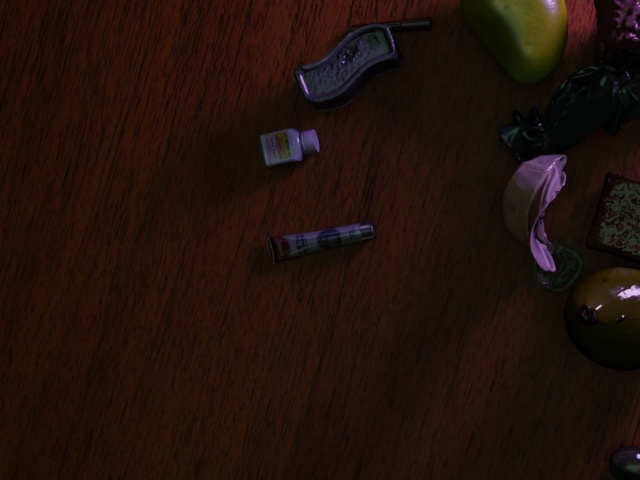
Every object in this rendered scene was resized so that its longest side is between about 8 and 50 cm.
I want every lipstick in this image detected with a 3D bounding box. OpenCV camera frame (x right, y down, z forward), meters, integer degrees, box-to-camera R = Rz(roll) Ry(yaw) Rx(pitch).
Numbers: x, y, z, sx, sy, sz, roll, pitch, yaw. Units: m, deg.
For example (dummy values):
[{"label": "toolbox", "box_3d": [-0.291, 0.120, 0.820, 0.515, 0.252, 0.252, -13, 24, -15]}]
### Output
[{"label": "lipstick", "box_3d": [0.148, -0.456, 1.966, 0.177, 0.027, 0.027, -2, 88, 14]}]

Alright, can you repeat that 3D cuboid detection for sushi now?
[{"label": "sushi", "box_3d": [0.657, -0.411, 1.751, 0.270, 0.236, 0.170, 4, 81, 16]}]

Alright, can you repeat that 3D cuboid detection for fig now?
[{"label": "fig", "box_3d": [0.564, 0.150, 1.756, 0.203, 0.225, 0.202, -3, 86, 37]}]

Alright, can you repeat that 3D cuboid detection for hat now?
[{"label": "hat", "box_3d": [0.397, -0.047, 1.771, 0.164, 0.226, 0.219, 15, 117, 30]}]

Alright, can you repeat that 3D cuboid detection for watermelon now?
[{"label": "watermelon", "box_3d": [0.621, 0.444, 1.804, 0.111, 0.078, 0.078, 11, 90, 11]}]

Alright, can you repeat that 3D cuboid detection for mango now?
[{"label": "mango", "box_3d": [0.399, -0.455, 1.849, 0.185, 0.149, 0.273, -36, 87, 2]}]

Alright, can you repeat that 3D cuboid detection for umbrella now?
[{"label": "umbrella", "box_3d": [0.512, -0.252, 1.781, 0.143, 0.094, 0.349, 43, 130, -13]}]

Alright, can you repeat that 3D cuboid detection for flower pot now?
[{"label": "flower pot", "box_3d": [0.063, -0.363, 1.940, 0.229, 0.108, 0.103, -32, 83, 11]}]

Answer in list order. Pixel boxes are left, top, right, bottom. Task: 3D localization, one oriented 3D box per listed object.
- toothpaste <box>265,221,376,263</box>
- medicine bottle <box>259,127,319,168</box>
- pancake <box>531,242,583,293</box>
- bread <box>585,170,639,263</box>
[{"label": "toothpaste", "box_3d": [0.000, 0.000, 1.977, 0.239, 0.039, 0.062, -11, 93, 14]}, {"label": "medicine bottle", "box_3d": [-0.065, -0.202, 1.988, 0.118, 0.055, 0.074, -11, 85, 11]}, {"label": "pancake", "box_3d": [0.483, 0.057, 1.878, 0.108, 0.017, 0.108, -1, 85, 15]}, {"label": "bread", "box_3d": [0.732, 0.004, 1.777, 0.417, 0.113, 0.165, 21, 92, 14]}]
